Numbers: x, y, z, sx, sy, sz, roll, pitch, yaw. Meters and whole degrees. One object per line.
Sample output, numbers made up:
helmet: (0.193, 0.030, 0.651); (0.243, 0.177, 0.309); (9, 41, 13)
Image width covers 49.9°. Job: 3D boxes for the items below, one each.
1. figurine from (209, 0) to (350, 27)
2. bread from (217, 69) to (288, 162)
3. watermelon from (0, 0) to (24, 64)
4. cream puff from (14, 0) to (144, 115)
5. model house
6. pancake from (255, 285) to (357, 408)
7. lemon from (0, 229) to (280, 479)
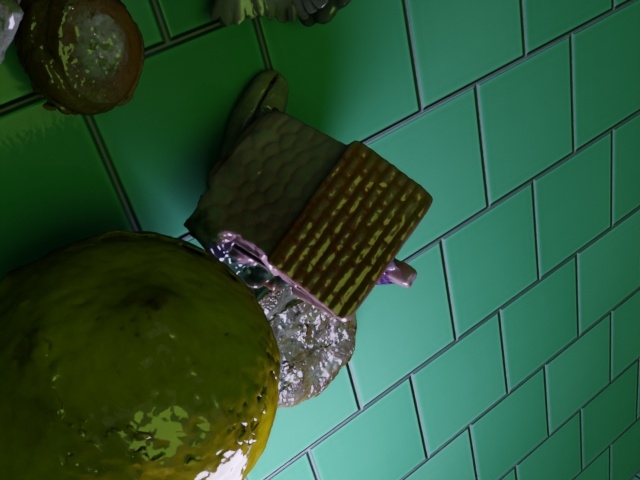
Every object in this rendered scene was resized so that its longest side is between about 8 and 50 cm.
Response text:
figurine: (-0.109, -0.355, 0.755); (0.207, 0.166, 0.386); (-38, 147, 30)
bread: (-0.095, -0.126, 0.927); (0.073, 0.053, 0.214); (15, 101, -36)
watermelon: (-0.377, -0.210, 0.583); (0.232, 0.193, 0.310); (49, 41, -6)
cream puff: (-0.259, -0.207, 0.733); (0.126, 0.103, 0.144); (-21, 122, -44)
model house: (0.000, 0.000, 0.888); (0.202, 0.237, 0.237); (-53, 153, -15)
pancake: (-0.039, 0.163, 1.107); (0.253, 0.037, 0.254); (-16, 120, -31)
lemon: (-0.219, 0.173, 0.784); (0.349, 0.350, 0.387); (-13, 146, -33)
